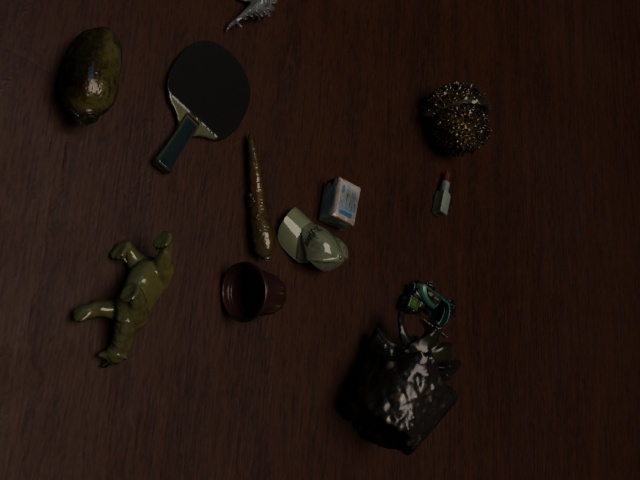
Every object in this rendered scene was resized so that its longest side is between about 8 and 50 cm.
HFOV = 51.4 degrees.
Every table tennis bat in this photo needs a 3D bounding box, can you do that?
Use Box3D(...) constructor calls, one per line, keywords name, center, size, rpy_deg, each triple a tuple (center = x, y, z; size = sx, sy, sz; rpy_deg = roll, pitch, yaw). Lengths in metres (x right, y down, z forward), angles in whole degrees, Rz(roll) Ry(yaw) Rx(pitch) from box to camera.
Box3D(name="table tennis bat", center=(-0.223, -0.243, 1.230), size=(0.173, 0.022, 0.301), rpy_deg=(42, 55, -30))

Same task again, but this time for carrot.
Box3D(name="carrot", center=(-0.121, -0.086, 1.282), size=(0.049, 0.049, 0.254), rpy_deg=(0, 80, -43))

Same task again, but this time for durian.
Box3D(name="durian", center=(0.340, -0.308, 1.690), size=(0.196, 0.167, 0.196), rpy_deg=(15, 53, -21))

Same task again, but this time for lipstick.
Box3D(name="lipstick", center=(0.315, -0.124, 1.698), size=(0.030, 0.030, 0.129), rpy_deg=(32, 62, -34))

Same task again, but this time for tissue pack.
Box3D(name="tissue pack", center=(0.041, -0.077, 1.418), size=(0.074, 0.059, 0.094), rpy_deg=(26, 65, -34))

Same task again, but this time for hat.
Box3D(name="hat", center=(-0.006, -0.002, 1.355), size=(0.166, 0.081, 0.122), rpy_deg=(49, 50, -13))

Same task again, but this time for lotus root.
Box3D(name="lotus root", center=(-0.366, -0.267, 1.057), size=(0.080, 0.089, 0.179), rpy_deg=(77, 16, -70))

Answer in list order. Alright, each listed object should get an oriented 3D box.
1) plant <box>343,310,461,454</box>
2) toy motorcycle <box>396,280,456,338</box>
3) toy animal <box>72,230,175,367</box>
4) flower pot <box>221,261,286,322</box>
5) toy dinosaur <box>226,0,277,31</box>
Box3D(name="plant", center=(0.183, 0.293, 1.390), size=(0.199, 0.189, 0.276), rpy_deg=(53, 52, -23))
Box3D(name="toy motorcycle", center=(0.261, 0.158, 1.581), size=(0.173, 0.058, 0.100), rpy_deg=(35, 67, -32))
Box3D(name="toy animal", center=(-0.299, 0.093, 1.064), size=(0.218, 0.103, 0.101), rpy_deg=(-68, 149, -33))
Box3D(name="flower pot", center=(-0.113, 0.095, 1.221), size=(0.089, 0.111, 0.111), rpy_deg=(9, 76, -54))
Box3D(name="toy dinosaur", center=(-0.131, -0.486, 1.349), size=(0.082, 0.039, 0.208), rpy_deg=(47, 55, -28))
